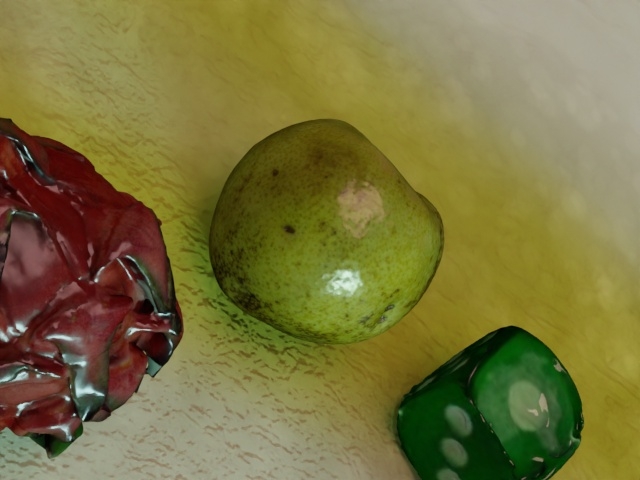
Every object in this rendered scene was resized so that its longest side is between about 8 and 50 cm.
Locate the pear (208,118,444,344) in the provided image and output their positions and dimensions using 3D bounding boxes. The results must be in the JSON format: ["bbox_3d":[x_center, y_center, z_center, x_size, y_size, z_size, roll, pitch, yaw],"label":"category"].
[{"bbox_3d":[0.000,0.000,1.204,0.197,0.197,0.197,16,61,-30],"label":"pear"}]

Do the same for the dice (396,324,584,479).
[{"bbox_3d":[0.154,0.164,1.278,0.131,0.120,0.128,-36,91,-43],"label":"dice"}]

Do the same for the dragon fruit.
[{"bbox_3d":[-0.213,0.010,0.988,0.234,0.293,0.233,2,33,-1],"label":"dragon fruit"}]
